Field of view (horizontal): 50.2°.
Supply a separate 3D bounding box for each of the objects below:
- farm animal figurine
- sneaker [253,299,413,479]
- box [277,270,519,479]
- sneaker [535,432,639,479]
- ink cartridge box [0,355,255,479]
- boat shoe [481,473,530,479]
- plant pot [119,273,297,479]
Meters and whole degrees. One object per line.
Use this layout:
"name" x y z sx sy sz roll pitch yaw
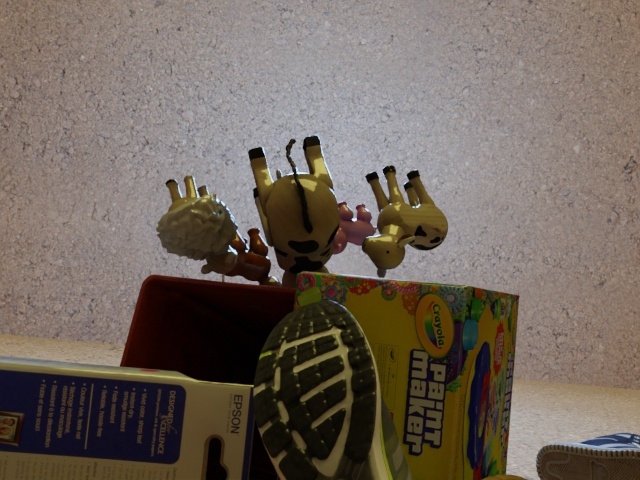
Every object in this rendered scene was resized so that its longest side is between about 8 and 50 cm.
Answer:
"farm animal figurine" 0.000 0.000 0.887 0.330 0.172 0.327 -20 -24 8
"sneaker" 0.025 0.193 0.566 0.111 0.300 0.121 -19 -27 9
"box" 0.098 0.190 0.751 0.176 0.290 0.279 4 -4 26
"sneaker" 0.467 0.338 0.978 0.153 0.099 0.282 6 -7 -30
"ink cartridge box" -0.252 0.208 0.662 0.370 0.176 0.069 6 -5 -1
"boat shoe" 0.211 0.282 0.473 0.098 0.096 0.277 7 17 -39
"plant pot" -0.084 0.212 0.873 0.267 0.268 0.235 3 -18 30
